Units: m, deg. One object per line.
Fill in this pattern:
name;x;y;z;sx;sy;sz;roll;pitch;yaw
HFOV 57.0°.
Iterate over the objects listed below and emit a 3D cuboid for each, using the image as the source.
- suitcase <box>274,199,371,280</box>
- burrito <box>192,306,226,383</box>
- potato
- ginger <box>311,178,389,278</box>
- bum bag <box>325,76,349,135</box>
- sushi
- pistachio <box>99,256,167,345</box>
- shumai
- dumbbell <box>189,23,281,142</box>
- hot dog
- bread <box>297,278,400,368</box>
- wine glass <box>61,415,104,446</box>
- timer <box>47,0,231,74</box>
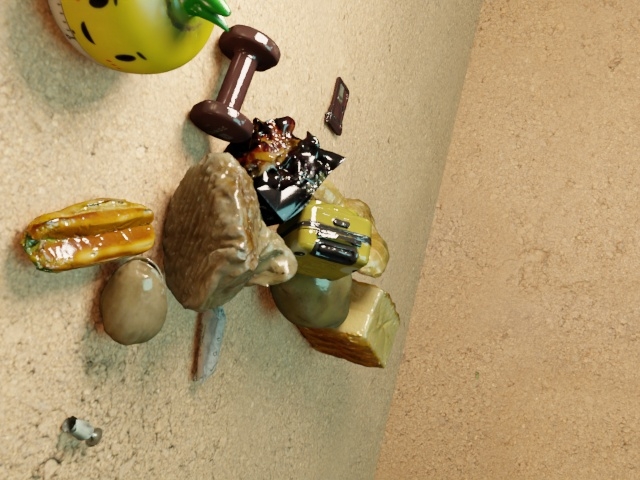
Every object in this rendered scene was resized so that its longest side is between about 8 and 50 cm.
suitcase;0.000;0.000;1.405;0.193;0.235;0.143;16;68;-22
burrito;-0.265;0.244;1.412;0.064;0.064;0.203;-6;108;-63
potato;-0.029;0.109;1.647;0.243;0.221;0.326;-61;148;-34
ginger;0.116;-0.047;1.804;0.122;0.363;0.348;-49;161;18
bum bag;0.053;-0.416;1.829;0.109;0.026;0.159;42;58;-62
sushi;-0.117;-0.173;1.365;0.212;0.215;0.227;50;65;-16
pistachio;-0.350;0.116;1.104;0.108;0.126;0.186;-86;-172;-65
shumai;-0.159;-0.016;1.221;0.262;0.267;0.314;3;101;-43
dumbbell;-0.179;-0.329;1.248;0.124;0.140;0.225;26;76;-32
hot dog;-0.392;-0.015;1.021;0.269;0.072;0.115;-12;112;-61
bread;0.090;0.259;1.905;0.207;0.279;0.279;-63;153;-24
wine glass;-0.450;0.359;1.109;0.083;0.042;0.039;59;11;-52
timer;-0.249;-0.383;0.909;0.285;0.285;0.285;-37;133;-54
